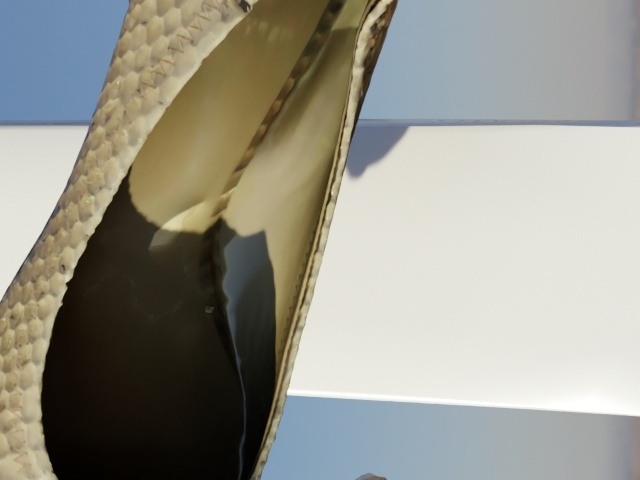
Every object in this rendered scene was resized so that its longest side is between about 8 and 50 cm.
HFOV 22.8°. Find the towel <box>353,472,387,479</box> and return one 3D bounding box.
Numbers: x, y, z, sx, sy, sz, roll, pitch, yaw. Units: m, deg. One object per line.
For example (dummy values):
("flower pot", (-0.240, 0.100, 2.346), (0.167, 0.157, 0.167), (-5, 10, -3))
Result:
("towel", (-0.016, 0.355, 1.146), (0.324, 0.056, 0.312), (-21, -73, -53))

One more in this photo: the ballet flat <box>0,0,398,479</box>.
("ballet flat", (-0.030, 0.005, 0.399), (0.058, 0.084, 0.250), (34, 108, 59))

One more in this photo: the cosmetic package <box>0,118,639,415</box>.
("cosmetic package", (0.000, 0.000, 0.640), (0.284, 0.377, 0.097), (-11, -78, -68))

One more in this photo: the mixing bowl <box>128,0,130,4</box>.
("mixing bowl", (-0.041, -0.166, 1.141), (0.098, 0.181, 0.181), (63, -151, -85))
